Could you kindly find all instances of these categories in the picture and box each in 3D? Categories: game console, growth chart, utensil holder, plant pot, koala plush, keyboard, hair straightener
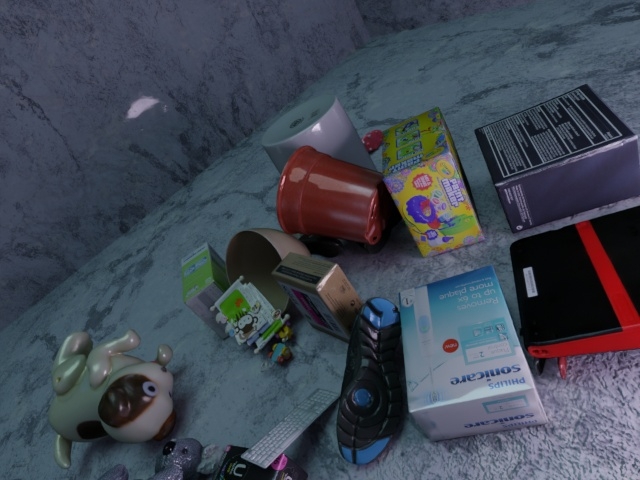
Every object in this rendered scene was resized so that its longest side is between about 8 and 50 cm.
[{"bbox_3d":[0.555,0.063,0.797,0.342,0.060,0.386,-21,20,28],"label":"game console"},{"bbox_3d":[-0.216,0.219,1.235,0.237,0.021,0.172,37,91,28],"label":"growth chart"},{"bbox_3d":[0.012,-0.276,1.513,0.327,0.385,0.327,-25,32,17],"label":"utensil holder"},{"bbox_3d":[-0.135,0.085,1.317,0.284,0.284,0.191,-2,11,41],"label":"plant pot"},{"bbox_3d":[-0.346,0.550,0.962,0.196,0.203,0.221,-10,17,20],"label":"koala plush"},{"bbox_3d":[0.056,-0.117,1.212,0.265,0.272,0.272,16,53,23],"label":"plant pot"},{"bbox_3d":[-0.055,0.395,0.905,0.072,0.014,0.256,-9,10,40],"label":"keyboard"},{"bbox_3d":[0.440,0.166,0.836,0.089,0.047,0.230,-8,40,36],"label":"hair straightener"}]

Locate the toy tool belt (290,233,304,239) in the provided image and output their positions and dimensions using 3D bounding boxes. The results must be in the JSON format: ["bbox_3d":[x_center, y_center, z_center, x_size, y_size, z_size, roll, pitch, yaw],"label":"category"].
[{"bbox_3d":[-0.079,-0.019,1.581,0.051,0.052,0.083,-15,23,-33],"label":"toy tool belt"}]

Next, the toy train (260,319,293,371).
[{"bbox_3d":[-0.122,0.296,1.192,0.125,0.046,0.166,-36,33,25],"label":"toy train"}]

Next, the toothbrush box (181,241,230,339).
[{"bbox_3d":[-0.361,0.165,1.432,0.122,0.206,0.283,-36,31,-2],"label":"toothbrush box"}]

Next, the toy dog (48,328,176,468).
[{"bbox_3d":[-0.597,0.447,1.205,0.408,0.284,0.395,-7,41,34],"label":"toy dog"}]

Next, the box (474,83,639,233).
[{"bbox_3d":[0.590,-0.209,1.075,0.294,0.183,0.296,-20,36,24],"label":"box"}]

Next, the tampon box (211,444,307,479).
[{"bbox_3d":[-0.131,0.506,0.854,0.161,0.101,0.120,-12,38,33],"label":"tampon box"}]

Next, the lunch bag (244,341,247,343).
[{"bbox_3d":[-0.222,0.270,1.289,0.083,0.071,0.053,-28,31,10],"label":"lunch bag"}]

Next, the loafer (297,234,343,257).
[{"bbox_3d":[0.000,0.000,1.439,0.220,0.080,0.078,8,51,48],"label":"loafer"}]

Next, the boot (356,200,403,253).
[{"bbox_3d":[0.169,-0.079,1.361,0.178,0.085,0.236,20,76,55],"label":"boot"}]

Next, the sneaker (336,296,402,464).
[{"bbox_3d":[0.109,0.303,0.915,0.125,0.139,0.341,15,62,1],"label":"sneaker"}]

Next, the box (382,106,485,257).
[{"bbox_3d":[0.310,-0.163,1.171,0.177,0.290,0.279,-20,33,22],"label":"box"}]

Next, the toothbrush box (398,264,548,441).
[{"bbox_3d":[0.285,0.218,0.838,0.216,0.126,0.295,-20,35,22],"label":"toothbrush box"}]

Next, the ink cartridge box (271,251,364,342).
[{"bbox_3d":[0.009,0.150,1.079,0.193,0.234,0.088,9,51,49],"label":"ink cartridge box"}]

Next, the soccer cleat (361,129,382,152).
[{"bbox_3d":[0.172,-0.399,1.828,0.248,0.083,0.095,-45,28,-12],"label":"soccer cleat"}]
